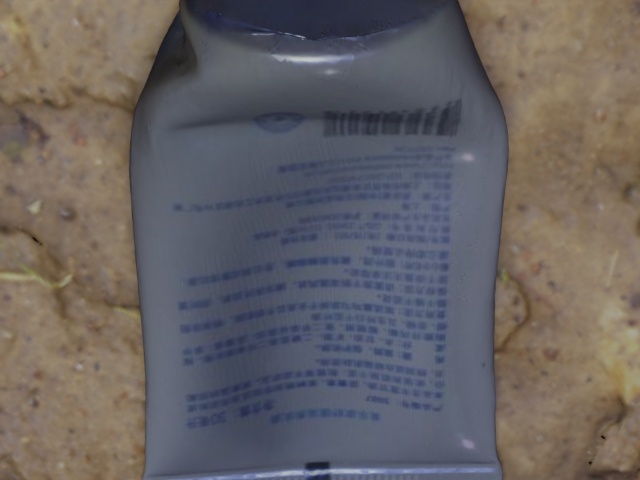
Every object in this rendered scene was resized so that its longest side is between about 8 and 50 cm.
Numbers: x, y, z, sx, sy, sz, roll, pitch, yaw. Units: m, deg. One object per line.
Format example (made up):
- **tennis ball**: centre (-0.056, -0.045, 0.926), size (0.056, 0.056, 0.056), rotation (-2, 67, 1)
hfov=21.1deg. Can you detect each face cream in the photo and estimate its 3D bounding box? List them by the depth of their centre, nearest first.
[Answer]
- **face cream**: centre (0.000, 0.000, 1.013), size (0.235, 0.137, 0.420), rotation (-3, 121, -3)
